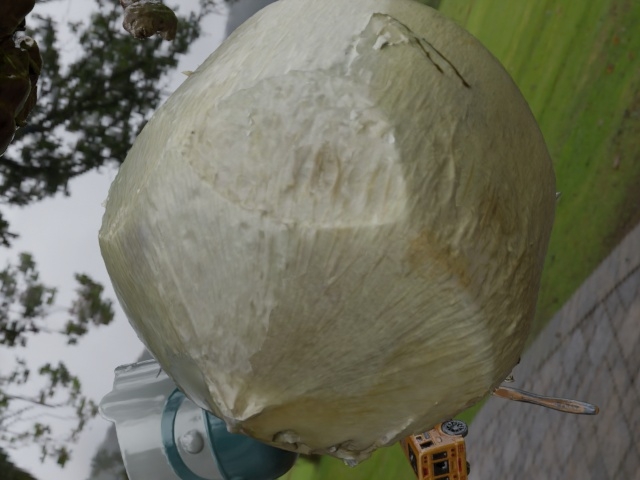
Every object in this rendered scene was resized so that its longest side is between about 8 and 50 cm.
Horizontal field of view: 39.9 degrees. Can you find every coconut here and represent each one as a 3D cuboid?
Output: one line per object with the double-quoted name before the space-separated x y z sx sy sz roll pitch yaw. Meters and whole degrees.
"coconut" 0.000 0.000 0.696 0.360 0.346 0.346 -58 -10 -35

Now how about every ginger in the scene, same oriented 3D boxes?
"ginger" -0.313 -0.421 1.584 0.122 0.084 0.290 63 -179 -32
"ginger" -0.467 -0.230 1.142 0.274 0.152 0.357 -40 -27 -33

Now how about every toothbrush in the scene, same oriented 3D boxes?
"toothbrush" 0.322 0.262 1.513 0.031 0.321 0.023 -15 -75 -51

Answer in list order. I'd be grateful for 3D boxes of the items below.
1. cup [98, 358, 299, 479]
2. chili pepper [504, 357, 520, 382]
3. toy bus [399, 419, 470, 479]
"cup" -0.160 0.265 1.345 0.290 0.258 0.219 -30 -74 -82
"chili pepper" 0.288 0.169 1.420 0.059 0.050 0.268 -33 8 17
"toy bus" 0.153 0.274 1.292 0.194 0.088 0.083 -120 20 -65
